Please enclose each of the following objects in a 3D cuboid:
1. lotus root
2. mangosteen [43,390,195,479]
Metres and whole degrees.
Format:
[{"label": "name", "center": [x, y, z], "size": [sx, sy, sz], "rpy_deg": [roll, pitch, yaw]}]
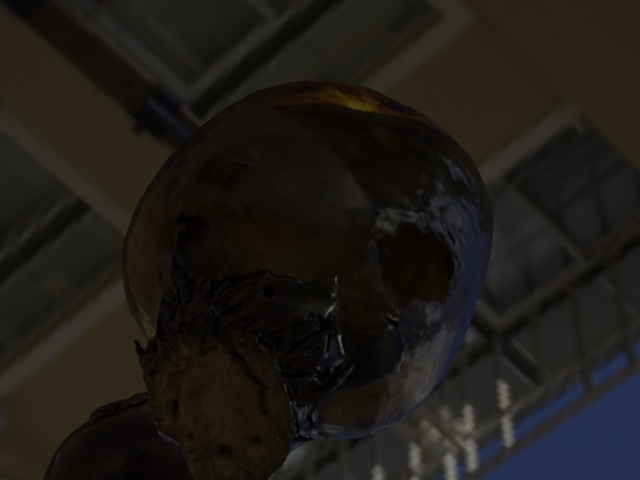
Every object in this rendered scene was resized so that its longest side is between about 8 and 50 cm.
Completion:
[{"label": "lotus root", "center": [0.000, 0.000, 0.920], "size": [0.141, 0.169, 0.314], "rpy_deg": [-64, 176, 30]}, {"label": "mangosteen", "center": [-0.136, 0.227, 1.559], "size": [0.210, 0.210, 0.210], "rpy_deg": [-38, -155, 21]}]
